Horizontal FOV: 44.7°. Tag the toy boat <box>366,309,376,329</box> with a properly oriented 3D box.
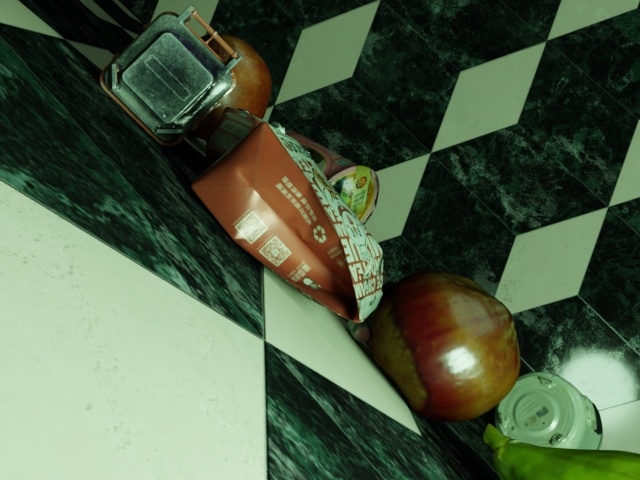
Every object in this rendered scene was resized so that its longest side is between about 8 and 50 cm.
[{"bbox_3d":[0.119,0.149,1.503,0.066,0.065,0.172,24,0,10],"label":"toy boat"}]

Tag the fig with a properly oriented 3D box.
[{"bbox_3d":[0.347,0.348,0.913,0.233,0.233,0.314,43,-16,-33],"label":"fig"}]

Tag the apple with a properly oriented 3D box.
[{"bbox_3d":[-0.218,-0.312,1.579,0.230,0.230,0.230,45,5,-5],"label":"apple"}]

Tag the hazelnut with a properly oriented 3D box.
[{"bbox_3d":[0.185,0.145,1.174,0.217,0.217,0.251,43,10,-32],"label":"hazelnut"}]

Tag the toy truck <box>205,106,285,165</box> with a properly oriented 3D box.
[{"bbox_3d":[-0.105,-0.129,1.410,0.114,0.135,0.270,24,-10,27],"label":"toy truck"}]

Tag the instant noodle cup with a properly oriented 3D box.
[{"bbox_3d":[-0.025,-0.136,1.846,0.255,0.244,0.244,41,1,33],"label":"instant noodle cup"}]

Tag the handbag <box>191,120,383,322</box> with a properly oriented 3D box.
[{"bbox_3d":[-0.027,-0.005,1.095,0.298,0.151,0.171,54,10,10],"label":"handbag"}]

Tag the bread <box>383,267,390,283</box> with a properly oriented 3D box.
[{"bbox_3d":[0.000,0.000,1.319,0.241,0.107,0.136,48,18,25],"label":"bread"}]

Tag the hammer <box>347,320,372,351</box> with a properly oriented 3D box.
[{"bbox_3d":[0.074,0.158,1.245,0.083,0.031,0.052,55,3,-27],"label":"hammer"}]

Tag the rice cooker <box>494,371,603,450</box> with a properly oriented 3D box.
[{"bbox_3d":[0.538,0.433,1.815,0.226,0.226,0.244,50,3,40],"label":"rice cooker"}]

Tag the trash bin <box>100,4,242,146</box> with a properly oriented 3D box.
[{"bbox_3d":[-0.235,-0.264,1.265,0.161,0.184,0.239,45,-1,-12],"label":"trash bin"}]
